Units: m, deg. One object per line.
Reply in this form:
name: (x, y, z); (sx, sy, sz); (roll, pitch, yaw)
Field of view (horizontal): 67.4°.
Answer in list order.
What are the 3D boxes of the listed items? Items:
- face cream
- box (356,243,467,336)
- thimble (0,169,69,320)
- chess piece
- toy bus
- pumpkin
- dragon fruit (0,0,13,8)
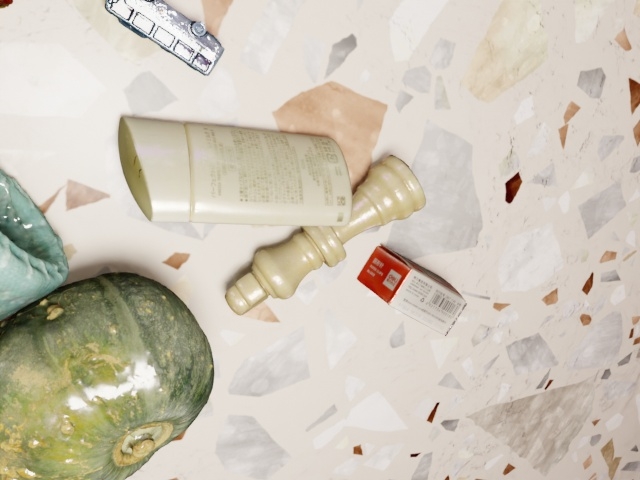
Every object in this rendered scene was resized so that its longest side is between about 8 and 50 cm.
face cream: (-0.123, -0.101, 0.743); (0.349, 0.173, 0.081); (-1, 153, -26)
box: (0.189, 0.098, 0.982); (0.182, 0.133, 0.099); (29, 96, -30)
thimble: (-0.438, 0.002, 0.590); (0.143, 0.198, 0.235); (-32, 154, -9)
chess piece: (0.000, 0.000, 0.865); (0.397, 0.117, 0.117); (-35, 121, -8)
toy bus: (-0.217, -0.301, 0.672); (0.166, 0.047, 0.065); (28, 100, -32)
pumpkin: (-0.328, 0.204, 0.687); (0.328, 0.257, 0.291); (-27, 144, -33)
dragon fruit: (-0.406, -0.334, 0.508); (0.121, 0.161, 0.127); (-7, 102, -25)
